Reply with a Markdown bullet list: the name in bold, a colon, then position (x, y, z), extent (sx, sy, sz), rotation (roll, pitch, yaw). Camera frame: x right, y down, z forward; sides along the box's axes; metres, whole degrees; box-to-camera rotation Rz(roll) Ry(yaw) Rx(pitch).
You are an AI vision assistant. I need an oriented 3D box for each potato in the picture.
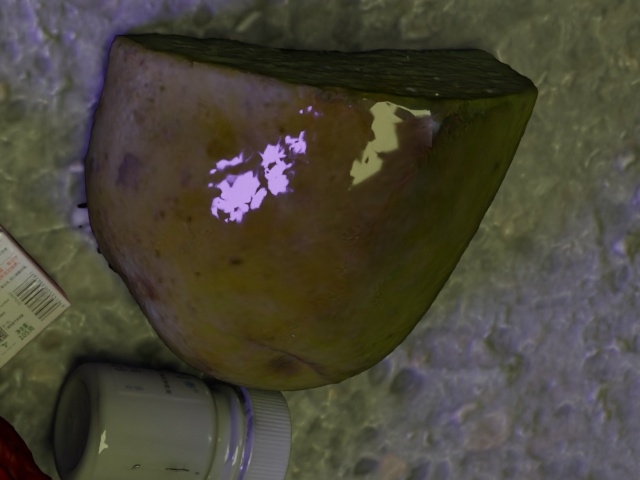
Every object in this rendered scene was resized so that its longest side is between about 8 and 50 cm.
- **potato**: position (0.000, 0.000, 1.470), extent (0.330, 0.213, 0.280), rotation (2, 108, -22)

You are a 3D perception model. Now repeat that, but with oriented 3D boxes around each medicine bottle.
- **medicine bottle**: position (-0.118, 0.155, 1.539), extent (0.168, 0.105, 0.105), rotation (10, 105, -25)

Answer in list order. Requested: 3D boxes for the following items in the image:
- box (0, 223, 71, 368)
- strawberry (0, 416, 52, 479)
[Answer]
- **box**: position (-0.264, 0.054, 1.474), extent (0.125, 0.043, 0.089), rotation (-41, 120, -4)
- **strawberry**: position (-0.278, 0.253, 1.401), extent (0.292, 0.292, 0.310), rotation (25, 108, -28)
